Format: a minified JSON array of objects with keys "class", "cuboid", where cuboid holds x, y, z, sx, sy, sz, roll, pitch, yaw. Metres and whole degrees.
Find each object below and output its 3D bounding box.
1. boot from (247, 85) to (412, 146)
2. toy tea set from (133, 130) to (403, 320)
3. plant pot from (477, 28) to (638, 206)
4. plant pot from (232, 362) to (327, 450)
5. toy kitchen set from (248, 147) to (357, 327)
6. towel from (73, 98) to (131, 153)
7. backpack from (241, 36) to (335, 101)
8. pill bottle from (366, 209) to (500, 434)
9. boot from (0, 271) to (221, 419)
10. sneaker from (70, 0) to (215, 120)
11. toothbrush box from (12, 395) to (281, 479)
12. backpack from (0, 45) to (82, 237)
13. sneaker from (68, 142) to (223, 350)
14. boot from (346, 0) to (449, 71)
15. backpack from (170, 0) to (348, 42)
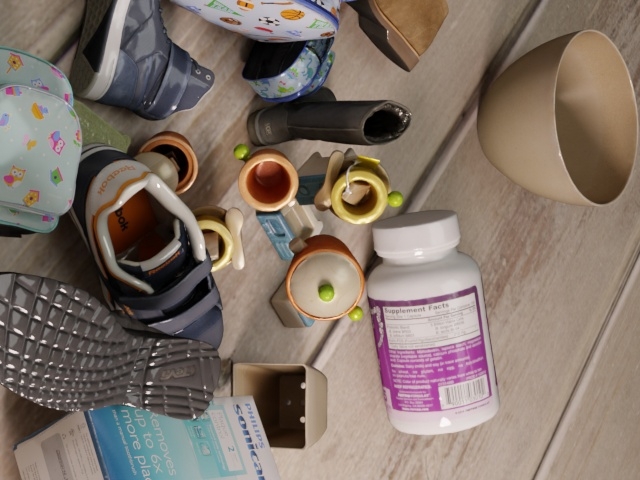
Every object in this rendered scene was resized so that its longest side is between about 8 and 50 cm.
[{"class":"boot","cuboid":[0.031,-0.166,1.815,0.189,0.208,0.076,-35,112,-47]},{"class":"toy tea set","cuboid":[-0.075,-0.020,1.649,0.124,0.336,0.200,-98,-160,-70]},{"class":"plant pot","cuboid":[0.369,-0.191,2.249,0.284,0.190,0.284,5,84,-51]},{"class":"plant pot","cuboid":[-0.044,0.214,1.793,0.096,0.109,0.109,9,80,-63]},{"class":"toy kitchen set","cuboid":[0.000,0.000,1.802,0.122,0.166,0.207,-55,128,-37]},{"class":"towel","cuboid":[-0.281,-0.101,1.573,0.148,0.027,0.110,35,63,-46]},{"class":"backpack","cuboid":[-0.040,-0.233,1.816,0.084,0.105,0.114,51,53,-36]},{"class":"pill bottle","cuboid":[0.157,0.114,1.990,0.169,0.169,0.302,-20,103,-50]},{"class":"boot","cuboid":[-0.284,0.105,1.411,0.338,0.222,0.118,32,75,-49]},{"class":"sneaker","cuboid":[-0.194,-0.254,1.630,0.163,0.086,0.226,18,84,-38]},{"class":"toothbrush box","cuboid":[-0.171,0.297,1.535,0.295,0.126,0.216,9,56,-56]},{"class":"backpack","cuboid":[-0.334,-0.108,1.421,0.165,0.144,0.189,13,75,-44]},{"class":"sneaker","cuboid":[-0.187,0.040,1.574,0.126,0.127,0.321,-40,126,-17]},{"class":"boot","cuboid":[0.082,-0.371,1.942,0.115,0.112,0.305,-48,139,-1]},{"class":"backpack","cuboid":[-0.051,-0.362,1.681,0.276,0.263,0.213,10,77,-49]}]
